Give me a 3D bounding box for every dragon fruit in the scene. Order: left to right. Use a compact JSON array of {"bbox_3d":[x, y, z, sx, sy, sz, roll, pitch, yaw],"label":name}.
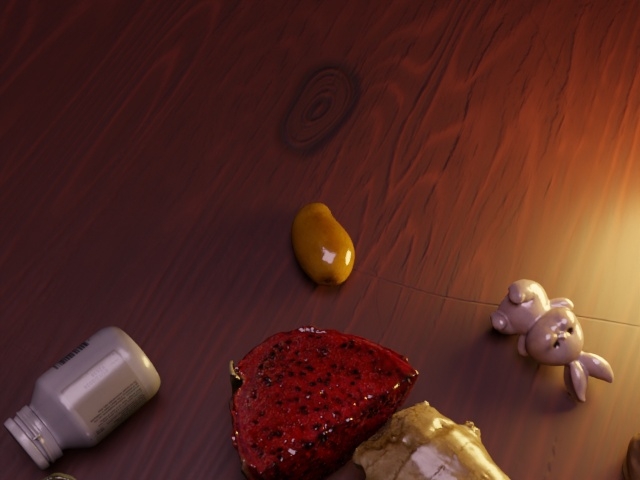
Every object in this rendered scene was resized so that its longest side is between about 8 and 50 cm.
[{"bbox_3d":[-0.032,0.257,1.301,0.316,0.152,0.205,-25,51,-31],"label":"dragon fruit"}]

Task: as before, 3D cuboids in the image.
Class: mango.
[{"bbox_3d":[0.000,0.000,1.501,0.102,0.085,0.184,-11,53,-11],"label":"mango"}]

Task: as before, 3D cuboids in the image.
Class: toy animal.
[{"bbox_3d":[0.390,0.159,1.397,0.124,0.124,0.212,-35,61,-23],"label":"toy animal"}]

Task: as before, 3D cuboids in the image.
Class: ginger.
[{"bbox_3d":[0.207,0.401,1.197,0.236,0.166,0.375,-32,47,-27],"label":"ginger"}]

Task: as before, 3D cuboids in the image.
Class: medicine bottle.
[{"bbox_3d":[-0.364,0.242,1.292,0.135,0.135,0.215,40,64,21],"label":"medicine bottle"}]

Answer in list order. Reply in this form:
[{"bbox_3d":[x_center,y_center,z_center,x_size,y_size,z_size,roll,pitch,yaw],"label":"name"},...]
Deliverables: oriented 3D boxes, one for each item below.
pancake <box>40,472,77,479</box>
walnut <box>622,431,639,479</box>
[{"bbox_3d":[-0.394,0.397,1.260,0.108,0.017,0.108,4,55,-5],"label":"pancake"},{"bbox_3d":[0.591,0.364,1.261,0.238,0.141,0.204,-4,62,-2],"label":"walnut"}]
